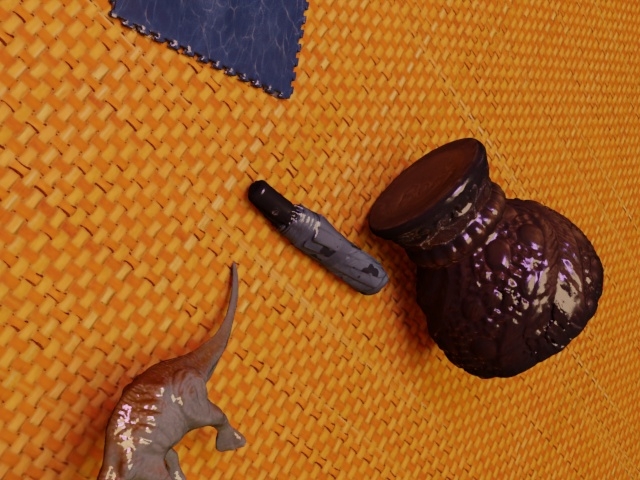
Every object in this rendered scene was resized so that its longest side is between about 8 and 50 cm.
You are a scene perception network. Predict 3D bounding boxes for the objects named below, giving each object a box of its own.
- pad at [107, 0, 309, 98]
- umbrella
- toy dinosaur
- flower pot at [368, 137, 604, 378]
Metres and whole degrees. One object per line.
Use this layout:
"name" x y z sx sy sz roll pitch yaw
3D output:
"pad" -0.115 -0.339 0.901 0.269 0.012 0.270 16 80 -40
"umbrella" 0.001 0.001 0.969 0.250 0.053 0.052 39 66 -35
"toy dinosaur" -0.146 0.179 0.782 0.393 0.092 0.205 -62 149 -32
"flower pot" 0.220 0.014 1.041 0.267 0.266 0.266 48 60 -17
